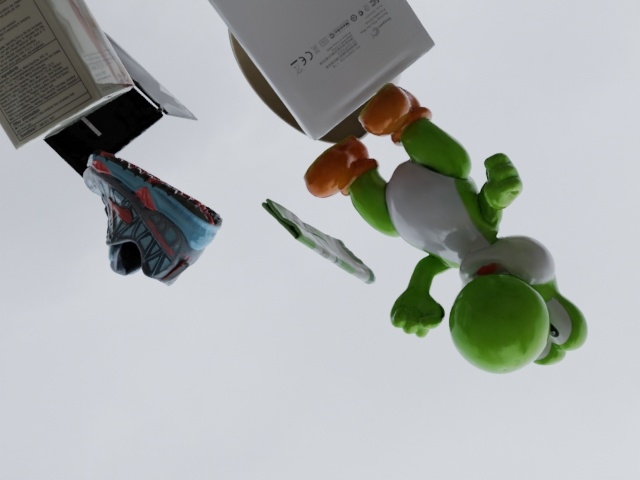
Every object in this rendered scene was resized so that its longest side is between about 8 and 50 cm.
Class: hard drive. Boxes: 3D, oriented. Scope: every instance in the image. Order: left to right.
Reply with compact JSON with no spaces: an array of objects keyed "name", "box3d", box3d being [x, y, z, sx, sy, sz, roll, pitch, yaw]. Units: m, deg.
[{"name":"hard drive","box3d":[-0.021,-0.308,1.264,0.203,0.308,0.040,-39,-162,-4]}]

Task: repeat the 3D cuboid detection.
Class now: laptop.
[{"name":"laptop","box3d":[-0.360,-0.227,1.618,0.234,0.136,0.264,43,-116,7]}]

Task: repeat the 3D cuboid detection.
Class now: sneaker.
[{"name":"sneaker","box3d":[-0.233,-0.025,1.226,0.262,0.104,0.125,28,-93,50]}]

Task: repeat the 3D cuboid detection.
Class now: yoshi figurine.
[{"name":"yoshi figurine","box3d":[0.147,0.007,1.131,0.203,0.203,0.362,-42,-96,-18]}]

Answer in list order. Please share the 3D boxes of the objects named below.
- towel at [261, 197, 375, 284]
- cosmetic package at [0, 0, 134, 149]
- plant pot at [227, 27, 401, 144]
[{"name":"towel","box3d":[0.000,0.000,1.339,0.023,0.152,0.113,-54,-140,4]},{"name":"cosmetic package","box3d":[-0.396,-0.289,1.333,0.153,0.296,0.129,-26,-170,16]},{"name":"plant pot","box3d":[0.024,-0.319,1.582,0.284,0.284,0.191,19,-127,35]}]
